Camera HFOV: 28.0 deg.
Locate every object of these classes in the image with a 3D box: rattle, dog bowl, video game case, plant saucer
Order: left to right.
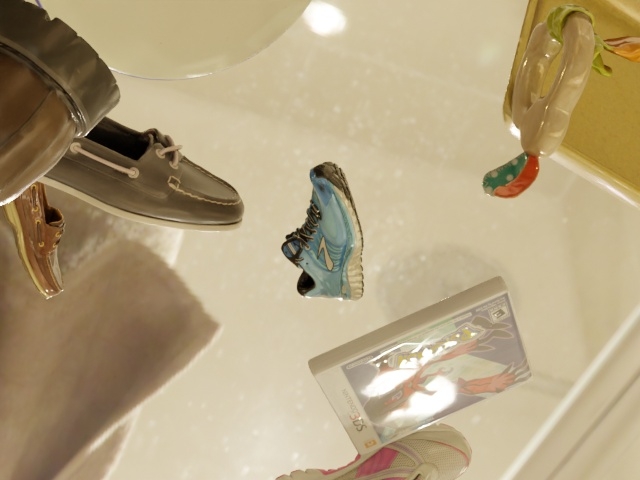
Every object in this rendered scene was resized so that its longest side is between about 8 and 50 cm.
[{"bbox_3d":[-0.122,-0.267,1.042,0.265,0.264,0.104,1,-146,-27],"label":"dog bowl"},{"bbox_3d":[0.105,0.129,1.271,0.201,0.183,0.023,-25,-128,1],"label":"video game case"},{"bbox_3d":[0.248,-0.114,1.232,0.143,0.130,0.199,21,-109,-31],"label":"rattle"},{"bbox_3d":[0.345,-0.169,1.428,0.333,0.081,0.332,28,-124,-15],"label":"plant saucer"}]

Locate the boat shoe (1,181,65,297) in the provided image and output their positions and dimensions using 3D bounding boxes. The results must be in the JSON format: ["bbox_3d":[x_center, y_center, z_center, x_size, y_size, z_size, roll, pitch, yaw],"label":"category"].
[{"bbox_3d":[-0.330,-0.011,1.513,0.060,0.178,0.064,-15,-150,-3],"label":"boat shoe"}]

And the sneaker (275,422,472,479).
[{"bbox_3d":[0.062,0.285,1.383,0.252,0.103,0.111,-22,-136,-18],"label":"sneaker"}]

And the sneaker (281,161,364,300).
[{"bbox_3d":[0.000,0.000,1.186,0.073,0.162,0.063,-9,-139,-6],"label":"sneaker"}]

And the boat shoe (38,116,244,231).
[{"bbox_3d":[-0.228,-0.096,1.322,0.335,0.095,0.112,17,-160,-12],"label":"boat shoe"}]

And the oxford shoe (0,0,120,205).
[{"bbox_3d":[-0.197,-0.064,0.568,0.227,0.083,0.096,14,-119,43],"label":"oxford shoe"}]
